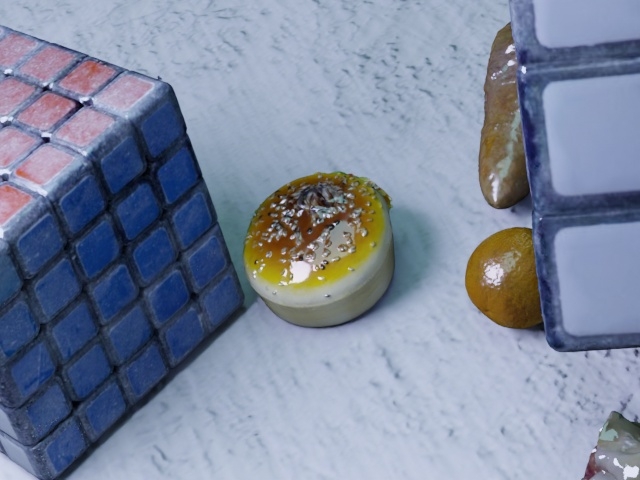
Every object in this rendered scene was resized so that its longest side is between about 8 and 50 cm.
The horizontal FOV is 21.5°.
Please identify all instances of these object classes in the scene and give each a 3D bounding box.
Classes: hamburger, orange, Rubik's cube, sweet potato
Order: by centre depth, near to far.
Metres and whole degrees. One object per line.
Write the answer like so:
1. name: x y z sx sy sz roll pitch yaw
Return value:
1. Rubik's cube: 0.296 -0.118 1.161 0.303 0.301 0.305 -4 18 11
2. orange: 0.151 0.028 1.288 0.085 0.085 0.085 -9 43 8
3. Rubik's cube: -0.236 0.003 1.317 0.238 0.237 0.237 24 54 36
4. hamburger: 0.000 0.000 1.357 0.126 0.081 0.141 9 49 26
5. sweet potato: 0.208 -0.159 1.453 0.114 0.092 0.341 32 60 20

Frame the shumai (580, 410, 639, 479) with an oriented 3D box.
1. shumai: 0.282 0.170 1.069 0.184 0.218 0.185 -50 14 -24
